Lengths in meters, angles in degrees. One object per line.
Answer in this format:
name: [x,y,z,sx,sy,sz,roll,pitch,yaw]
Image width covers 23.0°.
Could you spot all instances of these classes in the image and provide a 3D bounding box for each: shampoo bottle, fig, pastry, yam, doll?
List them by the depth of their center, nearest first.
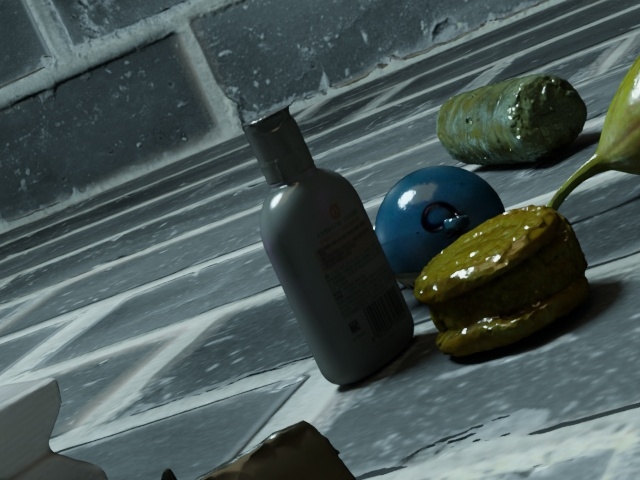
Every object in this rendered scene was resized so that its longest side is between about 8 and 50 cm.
pastry: [0.102,0.022,0.891,0.097,0.057,0.109,-25,8,10]
shampoo bottle: [0.000,0.000,0.939,0.040,0.165,0.080,-16,13,45]
doll: [0.075,-0.004,1.052,0.114,0.085,0.152,-15,-3,-12]
fig: [0.223,-0.060,1.058,0.166,0.093,0.093,-54,14,-6]
yam: [0.163,-0.104,1.385,0.078,0.078,0.179,-28,9,-18]

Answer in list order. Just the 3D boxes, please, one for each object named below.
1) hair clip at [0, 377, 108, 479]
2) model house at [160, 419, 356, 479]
hair clip: [-0.257,0.181,0.834,0.331,0.101,0.085,-30,7,-41]
model house: [-0.076,0.097,0.343,0.181,0.248,0.176,-27,9,-20]
